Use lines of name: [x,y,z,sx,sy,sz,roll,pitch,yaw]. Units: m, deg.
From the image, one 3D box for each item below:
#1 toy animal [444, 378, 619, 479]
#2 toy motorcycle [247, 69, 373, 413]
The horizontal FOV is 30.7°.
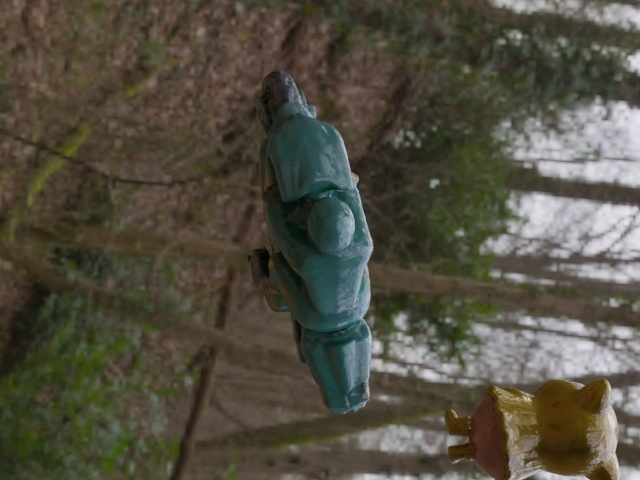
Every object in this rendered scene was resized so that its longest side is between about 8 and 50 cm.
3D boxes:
toy animal: [0.284,0.260,1.568,0.156,0.230,0.156,-6,90,-85]
toy motorcycle: [0.000,0.002,1.027,0.198,0.109,0.296,-135,-145,-71]
